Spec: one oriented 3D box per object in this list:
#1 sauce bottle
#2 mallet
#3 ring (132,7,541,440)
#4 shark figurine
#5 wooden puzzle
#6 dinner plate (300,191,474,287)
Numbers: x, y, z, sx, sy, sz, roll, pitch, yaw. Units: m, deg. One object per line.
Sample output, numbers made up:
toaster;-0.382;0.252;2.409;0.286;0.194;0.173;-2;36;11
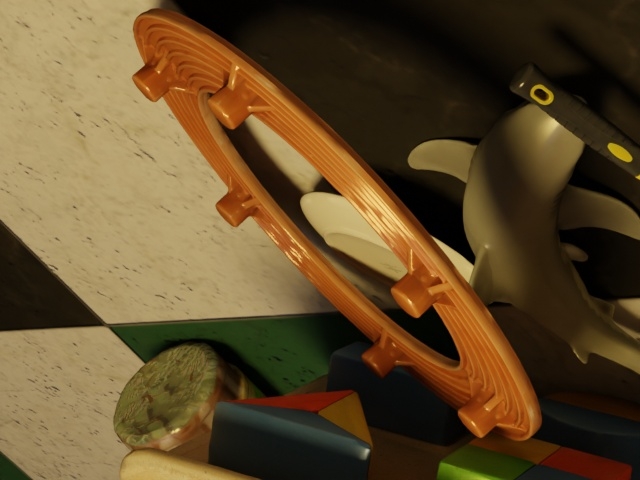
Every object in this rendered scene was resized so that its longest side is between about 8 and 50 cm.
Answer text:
sauce bottle;-0.027;0.223;1.481;0.111;0.111;0.344;-6;138;43
mallet;0.172;-0.029;0.955;0.189;0.039;0.062;27;116;-16
ring;0.000;0.000;1.044;0.336;0.032;0.336;46;169;11
shark figurine;0.133;0.035;1.061;0.166;0.116;0.278;0;138;41
wooden puzzle;0.089;0.139;1.161;0.322;0.080;0.348;13;-171;24
dinner plate;0.047;0.011;1.148;0.141;0.017;0.141;26;168;6
